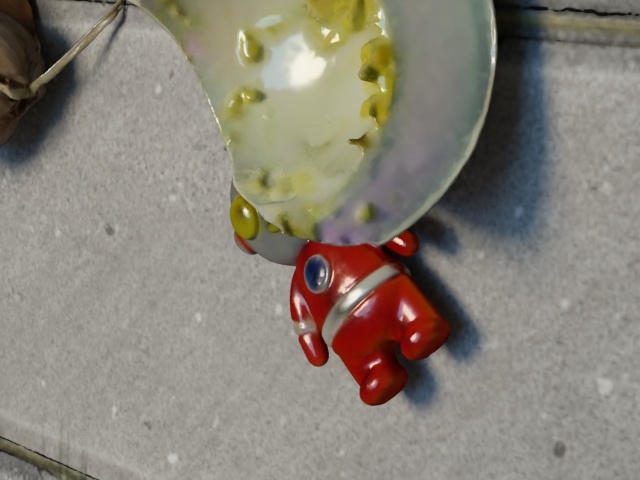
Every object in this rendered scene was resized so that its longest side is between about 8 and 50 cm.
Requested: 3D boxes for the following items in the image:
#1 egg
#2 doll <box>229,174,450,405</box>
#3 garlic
[{"bbox_3d":[-0.001,-0.136,0.988,0.271,0.206,0.162,62,167,-5],"label":"egg"},{"bbox_3d":[0.000,0.000,1.063,0.142,0.076,0.245,-49,66,33],"label":"doll"},{"bbox_3d":[-0.314,-0.180,1.266,0.256,0.207,0.207,-17,82,36],"label":"garlic"}]
